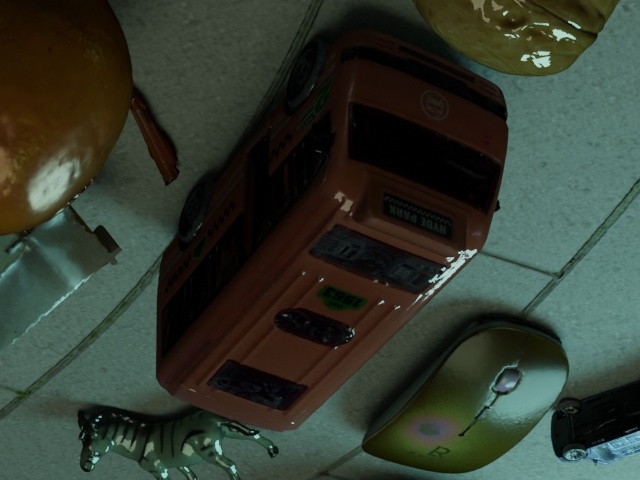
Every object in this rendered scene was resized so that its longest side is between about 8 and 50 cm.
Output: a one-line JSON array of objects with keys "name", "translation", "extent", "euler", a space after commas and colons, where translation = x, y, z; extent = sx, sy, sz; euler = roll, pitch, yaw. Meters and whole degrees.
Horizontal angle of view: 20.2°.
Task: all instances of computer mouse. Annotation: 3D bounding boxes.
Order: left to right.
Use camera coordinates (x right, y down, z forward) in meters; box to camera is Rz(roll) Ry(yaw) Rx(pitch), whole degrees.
[{"name": "computer mouse", "translation": [0.168, 0.200, 2.134], "extent": [0.158, 0.072, 0.310], "euler": [18, 138, -21]}]

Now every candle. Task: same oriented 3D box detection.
[{"name": "candle", "translation": [-0.175, -0.120, 1.795], "extent": [0.026, 0.021, 0.167], "euler": [-28, 137, -4]}]

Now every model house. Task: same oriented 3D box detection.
[{"name": "model house", "translation": [-0.404, 0.016, 1.839], "extent": [0.326, 0.244, 0.169], "euler": [-41, 134, -1]}]

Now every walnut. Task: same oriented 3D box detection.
[{"name": "walnut", "translation": [0.163, -0.230, 1.534], "extent": [0.165, 0.165, 0.197], "euler": [-29, 135, 33]}]

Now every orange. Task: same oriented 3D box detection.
[{"name": "orange", "translation": [-0.304, -0.134, 1.572], "extent": [0.284, 0.284, 0.226], "euler": [-15, 140, 21]}]

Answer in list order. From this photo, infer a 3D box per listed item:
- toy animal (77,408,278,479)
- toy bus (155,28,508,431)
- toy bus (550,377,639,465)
[{"name": "toy animal", "translation": [-0.181, 0.253, 2.219], "extent": [0.217, 0.073, 0.176], "euler": [-22, 121, 21]}, {"name": "toy bus", "translation": [0.000, 0.000, 1.766], "extent": [0.203, 0.233, 0.427], "euler": [21, 138, -21]}, {"name": "toy bus", "translation": [0.361, 0.221, 2.145], "extent": [0.167, 0.073, 0.076], "euler": [-23, 137, 27]}]
